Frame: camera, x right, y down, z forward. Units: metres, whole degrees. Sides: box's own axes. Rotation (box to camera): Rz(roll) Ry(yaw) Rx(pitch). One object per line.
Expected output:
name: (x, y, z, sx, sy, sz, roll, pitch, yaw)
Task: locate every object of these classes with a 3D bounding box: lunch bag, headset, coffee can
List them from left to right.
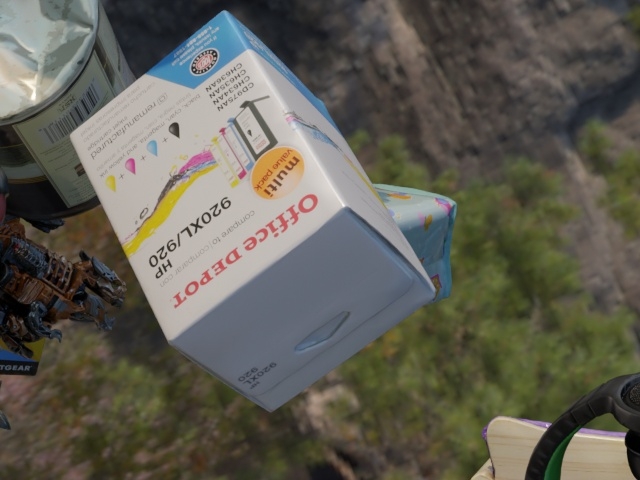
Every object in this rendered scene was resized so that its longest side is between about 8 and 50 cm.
coffee can: (-0.282, -0.154, 1.363, 0.275, 0.201, 0.201, 82, -9, -74)
lunch bag: (0.000, 0.000, 1.770, 0.223, 0.262, 0.160, -14, 114, -48)
headset: (0.366, 0.202, 1.262, 0.185, 0.394, 0.243, -30, 90, -53)

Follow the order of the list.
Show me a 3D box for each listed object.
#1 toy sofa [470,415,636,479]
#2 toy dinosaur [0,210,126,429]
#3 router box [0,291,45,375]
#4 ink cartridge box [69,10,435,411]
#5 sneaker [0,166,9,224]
toy sofa: (0.342, 0.263, 1.474, 0.150, 0.362, 0.177, -12, 103, -72)
toy dinosaur: (-0.365, 0.061, 1.485, 0.322, 0.218, 0.164, 14, 5, -10)
router box: (-0.405, 0.090, 1.676, 0.179, 0.133, 0.046, 4, 33, -25)
ink cartridge box: (-0.054, -0.021, 1.150, 0.168, 0.171, 0.233, 41, 15, -53)
sneaker: (-0.256, 0.048, 0.762, 0.097, 0.276, 0.135, -5, 69, -63)
